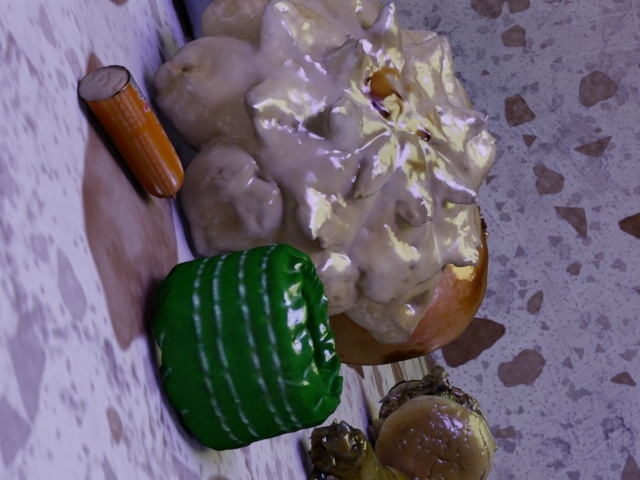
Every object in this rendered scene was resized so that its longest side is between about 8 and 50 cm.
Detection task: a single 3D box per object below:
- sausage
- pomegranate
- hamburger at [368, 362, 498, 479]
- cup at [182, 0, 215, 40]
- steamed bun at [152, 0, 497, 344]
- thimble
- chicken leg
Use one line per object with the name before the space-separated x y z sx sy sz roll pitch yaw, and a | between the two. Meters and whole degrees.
sausage | -0.105 -0.058 0.632 0.107 0.031 0.031 64 13 -52
pomegranate | 0.062 0.009 0.992 0.215 0.215 0.215 -16 90 -83
hamburger | 0.141 0.243 1.336 0.131 0.159 0.184 -23 116 -80
cup | -0.041 -0.300 0.925 0.167 0.221 0.202 -123 -168 -76
steamed bun | 0.036 -0.071 0.796 0.292 0.137 0.295 -13 84 -44
thimble | -0.039 0.062 0.638 0.130 0.090 0.118 -59 136 -78
chicken leg | 0.043 0.234 0.957 0.103 0.088 0.227 -74 143 -57
